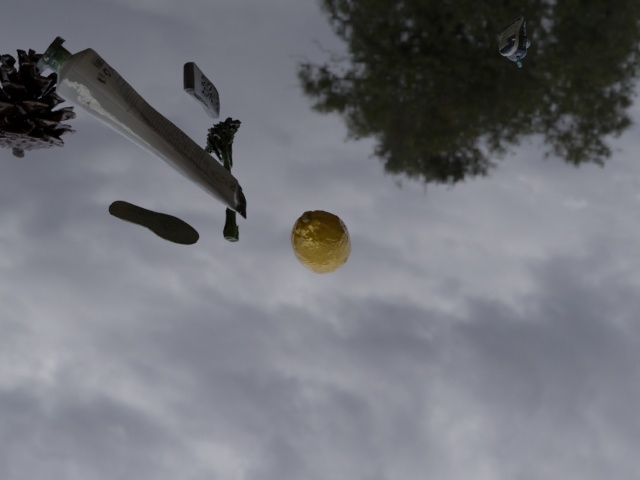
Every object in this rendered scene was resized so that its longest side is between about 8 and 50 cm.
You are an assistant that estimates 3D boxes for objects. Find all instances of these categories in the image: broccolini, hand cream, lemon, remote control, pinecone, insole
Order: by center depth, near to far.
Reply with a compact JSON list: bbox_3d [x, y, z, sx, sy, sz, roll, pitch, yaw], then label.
[{"bbox_3d":[-0.230,-0.149,1.282,0.336,0.076,0.121,38,-163,-16],"label":"hand cream"},{"bbox_3d":[-0.171,-0.114,1.669,0.057,0.071,0.254,9,-127,-19],"label":"broccolini"},{"bbox_3d":[-0.533,-0.244,1.682,0.207,0.208,0.208,2,-157,-1],"label":"pinecone"},{"bbox_3d":[-0.209,-0.264,1.685,0.028,0.059,0.212,-5,173,5],"label":"remote control"},{"bbox_3d":[0.000,0.000,1.814,0.114,0.155,0.114,-9,-126,13],"label":"lemon"},{"bbox_3d":[-0.324,-0.036,1.851,0.188,0.004,0.064,21,-133,2],"label":"insole"}]

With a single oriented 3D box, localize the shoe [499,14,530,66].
[{"bbox_3d":[0.466,-0.477,2.243,0.064,0.071,0.143,-30,-148,40],"label":"shoe"}]
